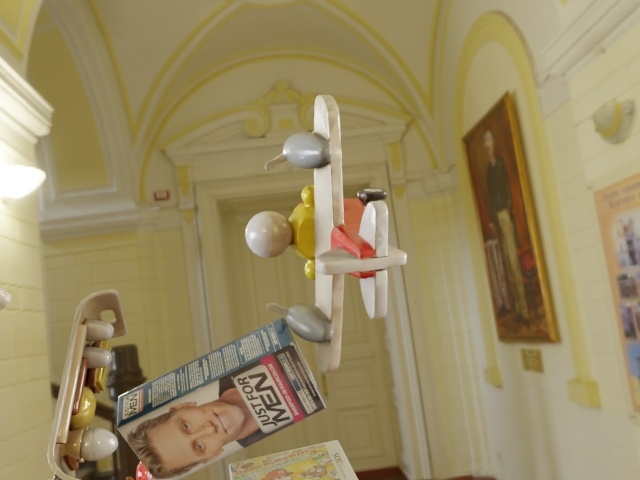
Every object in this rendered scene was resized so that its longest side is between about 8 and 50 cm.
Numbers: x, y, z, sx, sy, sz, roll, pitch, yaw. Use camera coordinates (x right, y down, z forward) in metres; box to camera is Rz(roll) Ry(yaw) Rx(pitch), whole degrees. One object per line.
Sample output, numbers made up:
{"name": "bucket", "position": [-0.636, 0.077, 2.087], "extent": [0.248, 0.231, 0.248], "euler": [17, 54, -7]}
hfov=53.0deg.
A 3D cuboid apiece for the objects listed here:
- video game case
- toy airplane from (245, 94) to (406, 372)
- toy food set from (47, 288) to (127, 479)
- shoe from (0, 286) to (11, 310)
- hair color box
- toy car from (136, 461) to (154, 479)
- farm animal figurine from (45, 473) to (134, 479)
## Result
{"name": "video game case", "position": [-0.051, 0.451, 1.200], "extent": [0.227, 0.026, 0.206], "euler": [-10, 10, -11]}
{"name": "toy airplane", "position": [0.000, 0.000, 1.146], "extent": [0.273, 0.385, 0.384], "euler": [0, -30, -1]}
{"name": "toy food set", "position": [-0.365, 0.260, 1.069], "extent": [0.093, 0.306, 0.219], "euler": [6, -27, -9]}
{"name": "shoe", "position": [-0.520, 0.126, 0.917], "extent": [0.219, 0.076, 0.058], "euler": [-39, -44, 26]}
{"name": "hair color box", "position": [-0.184, 0.306, 1.213], "extent": [0.347, 0.173, 0.105], "euler": [-26, 26, -3]}
{"name": "toy car", "position": [-0.253, 0.478, 1.377], "extent": [0.239, 0.225, 0.053], "euler": [30, -10, 5]}
{"name": "farm animal figurine", "position": [-0.510, 0.714, 1.460], "extent": [0.327, 0.172, 0.330], "euler": [23, 19, -30]}
